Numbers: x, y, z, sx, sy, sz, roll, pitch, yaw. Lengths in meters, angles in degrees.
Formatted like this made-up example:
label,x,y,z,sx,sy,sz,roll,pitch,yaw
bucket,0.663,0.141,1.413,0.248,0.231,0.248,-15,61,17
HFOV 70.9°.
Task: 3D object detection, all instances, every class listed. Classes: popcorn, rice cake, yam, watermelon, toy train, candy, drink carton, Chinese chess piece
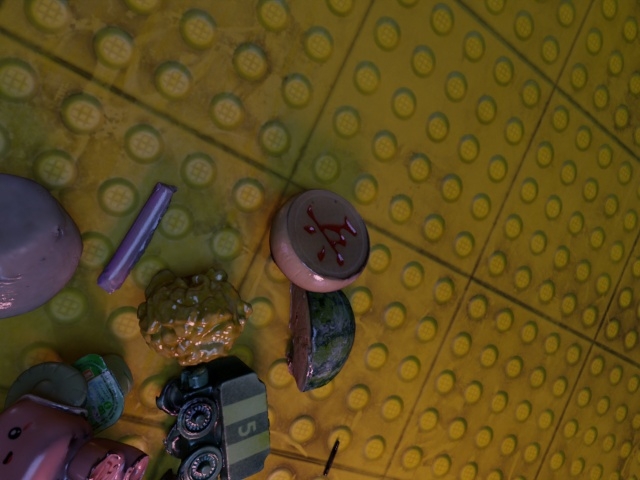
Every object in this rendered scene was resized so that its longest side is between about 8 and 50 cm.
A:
label,x,y,z,sx,sy,sz,roll,pitch,yaw
popcorn,-0.276,0.154,0.985,0.235,0.217,0.181,-18,131,-26
rice cake,-0.397,-0.009,0.979,0.055,0.049,0.270,32,86,-10
yam,0.032,0.620,1.277,0.014,0.014,0.107,22,89,-24
watermelon,-0.007,0.212,1.139,0.224,0.180,0.305,-9,101,-67
toy train,-0.245,0.424,1.058,0.238,0.167,0.299,-8,103,-32
candy,-0.592,0.015,0.810,0.295,0.185,0.295,15,63,-32
drink carton,-0.465,0.310,0.931,0.146,0.142,0.144,-28,90,-7
Chinese chess piece,0.000,0.000,1.069,0.250,0.103,0.249,14,62,-28

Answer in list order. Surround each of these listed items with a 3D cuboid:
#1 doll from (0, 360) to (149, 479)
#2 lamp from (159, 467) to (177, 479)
label,x,y,z,sx,sy,sz,roll,pitch,yaw
doll,-0.479,0.376,0.786,0.284,0.268,0.216,-61,159,-20
lamp,-0.274,0.697,1.116,0.325,0.090,0.089,44,79,-23
